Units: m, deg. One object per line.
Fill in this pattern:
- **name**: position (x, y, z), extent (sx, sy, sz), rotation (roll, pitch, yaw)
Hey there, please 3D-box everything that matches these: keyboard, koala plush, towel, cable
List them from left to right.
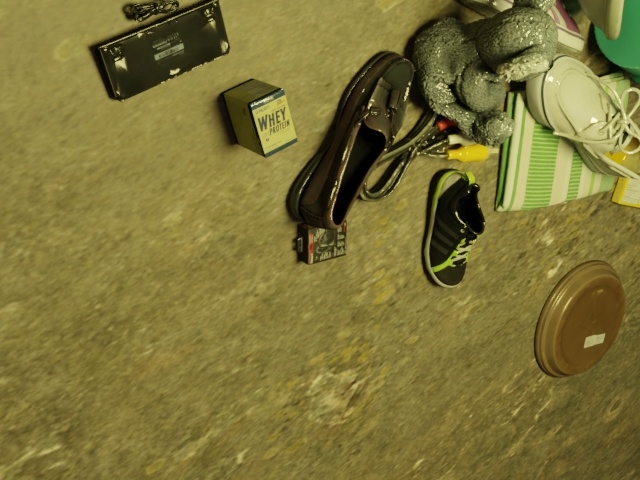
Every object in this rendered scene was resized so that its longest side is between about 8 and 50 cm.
- **keyboard**: position (-0.204, -0.262, 1.098), extent (0.180, 0.023, 0.108), rotation (-31, 131, -24)
- **cable**: position (0.178, -0.161, 1.391), extent (0.287, 0.072, 0.140), rotation (-27, 118, -26)
- **koala plush**: position (0.271, -0.283, 1.289), extent (0.203, 0.221, 0.196), rotation (25, 69, -21)
- **towel**: position (0.466, -0.188, 1.621), extent (0.324, 0.038, 0.248), rotation (-14, 117, -33)

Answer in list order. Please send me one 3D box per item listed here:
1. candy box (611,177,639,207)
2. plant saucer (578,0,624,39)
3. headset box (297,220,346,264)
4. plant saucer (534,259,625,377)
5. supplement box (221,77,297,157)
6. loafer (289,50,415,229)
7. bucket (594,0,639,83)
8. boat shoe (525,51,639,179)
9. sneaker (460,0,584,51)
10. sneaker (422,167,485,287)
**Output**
- **candy box**: position (0.712, -0.121, 1.836), extent (0.205, 0.027, 0.105), rotation (6, 102, -39)
- **plant saucer**: position (0.442, -0.523, 1.345), extent (0.400, 0.100, 0.401), rotation (4, 90, -74)
- **headset box**: position (0.000, 0.000, 1.352), extent (0.083, 0.032, 0.062), rotation (-14, 116, -31)
- **plant saucer**: position (0.577, 0.178, 1.853), extent (0.277, 0.041, 0.278), rotation (-16, 117, -32)
- **supplement box**: position (-0.085, -0.172, 1.183), extent (0.056, 0.083, 0.083), rotation (-30, 124, -23)
- **loafer**: position (0.069, -0.147, 1.300), extent (0.109, 0.095, 0.303), rotation (33, 88, -41)
- **bucket**: position (0.646, -0.399, 1.521), extent (0.183, 0.281, 0.281), rotation (11, 102, -34)
- **boat shoe**: position (0.510, -0.205, 1.516), extent (0.367, 0.156, 0.136), rotation (37, 85, -42)
- **sneaker**: position (0.366, -0.421, 1.408), extent (0.282, 0.102, 0.161), rotation (17, 95, -40)
- **sneaker**: position (0.238, -0.012, 1.481), extent (0.084, 0.097, 0.235), rotation (-21, 120, -28)
